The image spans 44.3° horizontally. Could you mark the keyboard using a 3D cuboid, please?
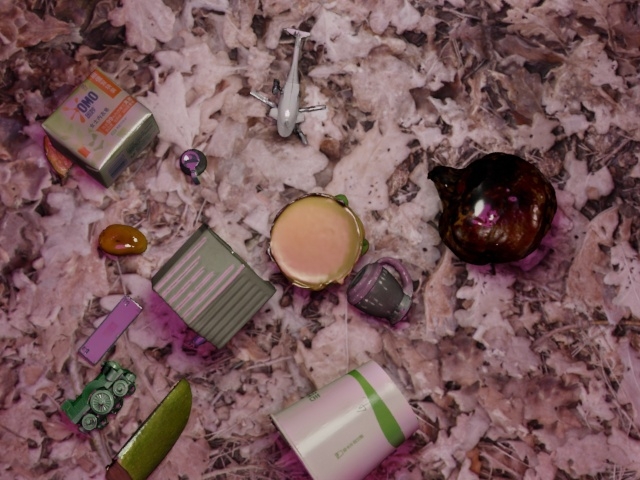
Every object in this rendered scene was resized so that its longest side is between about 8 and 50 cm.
[{"bbox_3d":[-0.497,0.211,1.863,0.055,0.014,0.176,39,86,3],"label":"keyboard"}]

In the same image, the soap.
[{"bbox_3d":[-0.510,-0.260,1.834,0.182,0.138,0.199,38,78,5],"label":"soap"}]

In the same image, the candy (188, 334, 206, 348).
[{"bbox_3d":[-0.273,0.230,1.856,0.083,0.020,0.030,-36,84,-2],"label":"candy"}]

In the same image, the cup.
[{"bbox_3d":[0.057,0.413,1.740,0.274,0.253,0.253,-35,85,-11],"label":"cup"}]

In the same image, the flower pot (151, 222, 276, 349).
[{"bbox_3d":[-0.243,0.101,1.766,0.239,0.209,0.190,42,86,14],"label":"flower pot"}]

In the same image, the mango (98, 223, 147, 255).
[{"bbox_3d":[-0.466,0.002,1.859,0.114,0.060,0.080,13,71,3],"label":"mango"}]

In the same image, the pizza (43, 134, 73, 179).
[{"bbox_3d":[-0.606,-0.215,1.897,0.108,0.026,0.123,-24,82,-9],"label":"pizza"}]

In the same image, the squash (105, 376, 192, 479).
[{"bbox_3d":[-0.383,0.457,1.838,0.093,0.169,0.252,39,53,1],"label":"squash"}]

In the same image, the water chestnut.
[{"bbox_3d":[0.381,-0.078,1.759,0.289,0.289,0.244,-40,115,-3],"label":"water chestnut"}]

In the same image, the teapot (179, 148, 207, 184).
[{"bbox_3d":[-0.304,-0.178,1.875,0.066,0.057,0.088,-13,85,0],"label":"teapot"}]

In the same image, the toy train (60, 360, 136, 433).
[{"bbox_3d":[-0.508,0.361,1.825,0.104,0.071,0.178,41,88,14],"label":"toy train"}]

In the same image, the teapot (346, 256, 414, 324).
[{"bbox_3d":[0.146,0.122,1.834,0.146,0.148,0.116,37,122,-8],"label":"teapot"}]

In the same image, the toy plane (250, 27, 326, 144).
[{"bbox_3d":[-0.058,-0.377,1.869,0.181,0.107,0.273,26,81,-2],"label":"toy plane"}]

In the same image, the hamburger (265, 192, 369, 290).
[{"bbox_3d":[0.000,0.000,1.813,0.236,0.149,0.237,0,90,7],"label":"hamburger"}]
